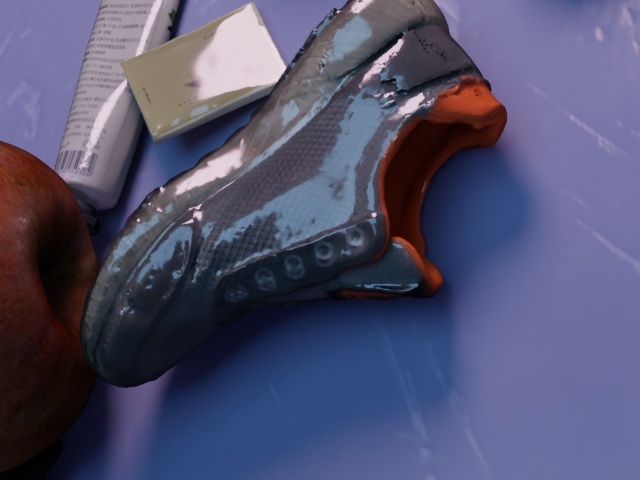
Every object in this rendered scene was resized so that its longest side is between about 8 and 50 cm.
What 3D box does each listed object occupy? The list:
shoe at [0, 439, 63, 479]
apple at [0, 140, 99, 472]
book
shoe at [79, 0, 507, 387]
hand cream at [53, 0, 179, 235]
[{"bbox_3d":[-0.236,0.206,1.311,0.159,0.053,0.062,-42,22,-17],"label":"shoe"},{"bbox_3d":[-0.274,0.046,1.272,0.253,0.253,0.253,-11,66,26],"label":"apple"},{"bbox_3d":[-0.085,-0.123,1.357,0.111,0.014,0.077,-25,60,-1],"label":"book"},{"bbox_3d":[0.000,0.000,1.224,0.336,0.132,0.171,-47,64,3],"label":"shoe"},{"bbox_3d":[-0.156,-0.116,1.402,0.080,0.050,0.234,1,67,31],"label":"hand cream"}]
